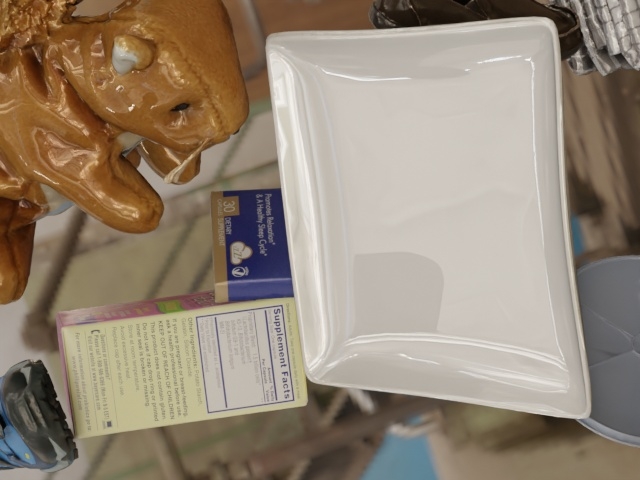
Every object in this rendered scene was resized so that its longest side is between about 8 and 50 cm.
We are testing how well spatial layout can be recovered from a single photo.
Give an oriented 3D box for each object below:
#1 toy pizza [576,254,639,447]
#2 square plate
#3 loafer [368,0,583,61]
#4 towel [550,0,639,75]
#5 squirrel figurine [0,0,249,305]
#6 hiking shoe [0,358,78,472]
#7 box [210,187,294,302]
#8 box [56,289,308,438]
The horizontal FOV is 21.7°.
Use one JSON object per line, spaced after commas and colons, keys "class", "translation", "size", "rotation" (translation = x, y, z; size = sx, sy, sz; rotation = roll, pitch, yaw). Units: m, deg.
{"class": "toy pizza", "translation": [0.295, 0.103, 1.529], "size": [0.032, 0.201, 0.201], "rotation": [93, 158, -57]}
{"class": "square plate", "translation": [0.100, -0.025, 1.522], "size": [0.344, 0.049, 0.347], "rotation": [3, 104, 44]}
{"class": "loafer", "translation": [0.159, -0.223, 1.616], "size": [0.080, 0.220, 0.078], "rotation": [-111, 31, -51]}
{"class": "towel", "translation": [0.341, -0.331, 1.829], "size": [0.121, 0.235, 0.284], "rotation": [-11, 99, 51]}
{"class": "squirrel figurine", "translation": [-0.260, -0.188, 1.689], "size": [0.370, 0.281, 0.397], "rotation": [-24, 105, 47]}
{"class": "hiking shoe", "translation": [-0.326, 0.195, 1.661], "size": [0.113, 0.132, 0.304], "rotation": [67, 160, 3]}
{"class": "box", "translation": [0.000, 0.000, 1.730], "size": [0.036, 0.225, 0.136], "rotation": [92, 174, -45]}
{"class": "box", "translation": [-0.154, 0.123, 1.788], "size": [0.213, 0.243, 0.117], "rotation": [-170, 73, -80]}
